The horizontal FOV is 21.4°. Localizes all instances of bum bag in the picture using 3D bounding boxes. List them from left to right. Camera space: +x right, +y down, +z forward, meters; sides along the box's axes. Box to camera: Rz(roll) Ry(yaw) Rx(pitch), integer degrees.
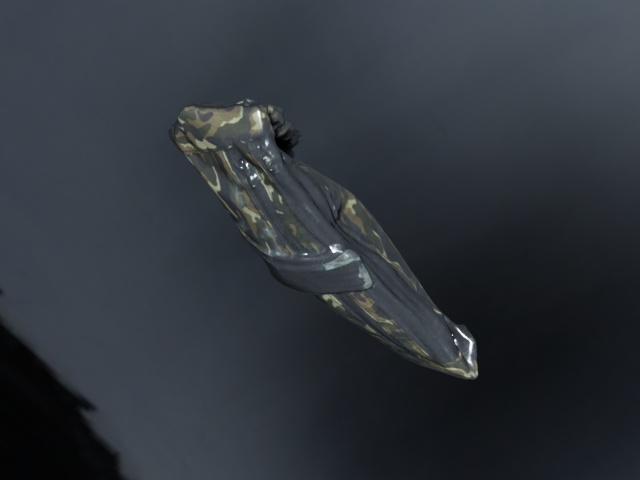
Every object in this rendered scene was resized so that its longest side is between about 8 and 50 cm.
[{"bbox_3d":[-0.001,0.000,1.018,0.102,0.248,0.069,-8,41,46],"label":"bum bag"}]
